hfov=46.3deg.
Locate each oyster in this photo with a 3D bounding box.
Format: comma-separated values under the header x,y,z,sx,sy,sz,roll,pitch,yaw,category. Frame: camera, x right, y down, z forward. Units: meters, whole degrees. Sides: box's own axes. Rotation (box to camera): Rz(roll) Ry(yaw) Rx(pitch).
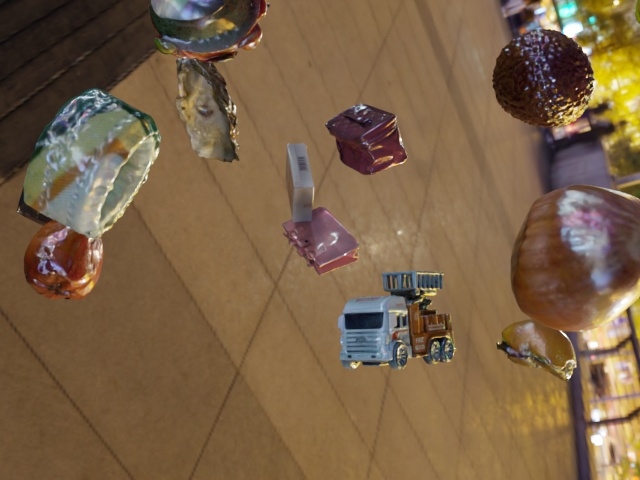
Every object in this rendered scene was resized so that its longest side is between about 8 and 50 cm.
x,y,z,sx,sy,sz,roll,pitch,yaw,category
-0.275,-0.351,1.952,0.111,0.204,0.396,-43,143,-32,oyster

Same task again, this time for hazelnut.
x,y,z,sx,sy,sz,roll,pitch,yaw,category
0.360,0.021,1.006,0.176,0.214,0.214,33,42,-26,hazelnut

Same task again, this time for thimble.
x,y,z,sx,sy,sz,roll,pitch,yaw,category
-0.450,-0.147,1.481,0.167,0.288,0.254,31,18,0,thimble

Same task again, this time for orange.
x,y,z,sx,sy,sz,roll,pitch,yaw,category
0.462,0.225,1.584,0.169,0.160,0.112,15,87,-23,orange

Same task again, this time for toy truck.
x,y,z,sx,sy,sz,roll,pitch,yaw,category
0.094,0.095,0.908,0.177,0.080,0.115,4,82,-56,toy truck

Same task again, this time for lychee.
x,y,z,sx,sy,sz,roll,pitch,yaw,category
0.583,-0.420,1.946,0.260,0.260,0.261,45,37,-49,lychee

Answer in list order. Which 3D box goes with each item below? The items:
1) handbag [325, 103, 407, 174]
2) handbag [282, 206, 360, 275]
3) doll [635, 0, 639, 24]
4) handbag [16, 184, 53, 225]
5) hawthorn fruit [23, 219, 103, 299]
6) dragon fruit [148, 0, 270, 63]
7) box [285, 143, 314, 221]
x,y,z,sx,sy,sz,roll,pitch,yaw,category
0.116,-0.262,1.914,0.225,0.146,0.135,44,-21,60,handbag
0.000,0.000,2.144,0.212,0.157,0.059,47,-31,40,handbag
0.572,-0.342,1.183,0.207,0.081,0.129,30,73,-22,doll
-0.621,-0.104,1.836,0.215,0.169,0.155,-98,-153,-72,handbag
-0.560,0.040,1.622,0.173,0.173,0.179,6,77,-65,hawthorn fruit
-0.264,-0.519,1.663,0.130,0.295,0.268,42,69,-80,dragon fruit
-0.063,-0.170,2.179,0.141,0.058,0.201,96,-13,-46,box
